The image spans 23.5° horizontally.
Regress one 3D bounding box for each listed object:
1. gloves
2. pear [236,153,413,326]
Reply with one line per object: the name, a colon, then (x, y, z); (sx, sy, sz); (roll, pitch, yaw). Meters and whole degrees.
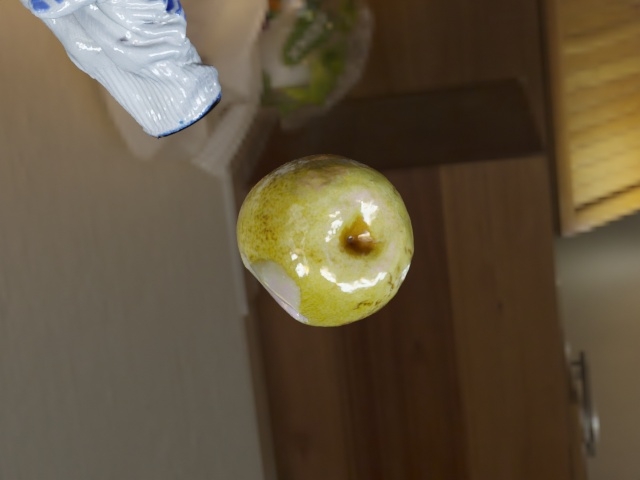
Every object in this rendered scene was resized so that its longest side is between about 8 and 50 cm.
gloves: (-0.166, -0.170, 1.144); (0.119, 0.229, 0.097); (-9, -130, 45)
pear: (0.000, 0.000, 1.476); (0.178, 0.178, 0.178); (-6, -166, 1)
